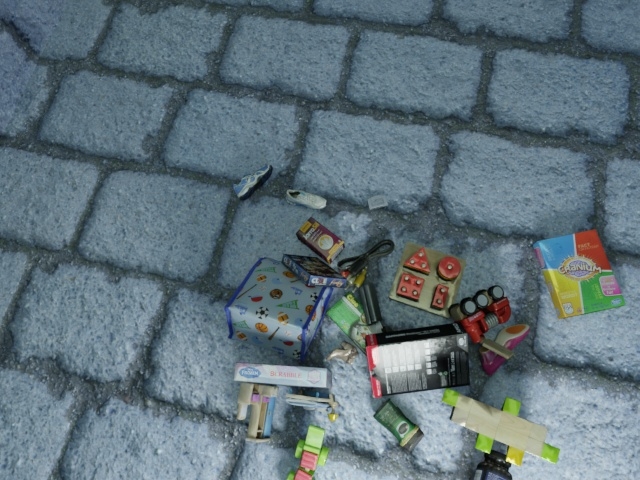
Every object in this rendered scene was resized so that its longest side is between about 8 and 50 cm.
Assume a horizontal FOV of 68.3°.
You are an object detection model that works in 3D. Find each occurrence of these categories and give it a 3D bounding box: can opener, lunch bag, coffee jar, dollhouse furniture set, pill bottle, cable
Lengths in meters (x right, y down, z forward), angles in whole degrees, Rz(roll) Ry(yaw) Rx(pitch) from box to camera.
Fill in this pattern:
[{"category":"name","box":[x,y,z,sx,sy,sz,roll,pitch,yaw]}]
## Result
[{"category":"can opener","box":[0.223,0.307,1.875,0.093,0.074,0.281,-4,69,-34]},{"category":"lunch bag","box":[-0.144,0.242,1.852,0.327,0.239,0.386,15,41,9]},{"category":"coffee jar","box":[0.292,0.687,1.757,0.096,0.079,0.184,-43,73,-11]},{"category":"dollhouse furniture set","box":[-0.110,0.638,1.702,0.303,0.286,0.198,1,72,18]},{"category":"pill bottle","box":[0.596,0.855,1.643,0.122,0.123,0.219,22,63,12]},{"category":"cable","box":[0.184,0.089,1.991,0.287,0.072,0.139,-40,55,-20]}]

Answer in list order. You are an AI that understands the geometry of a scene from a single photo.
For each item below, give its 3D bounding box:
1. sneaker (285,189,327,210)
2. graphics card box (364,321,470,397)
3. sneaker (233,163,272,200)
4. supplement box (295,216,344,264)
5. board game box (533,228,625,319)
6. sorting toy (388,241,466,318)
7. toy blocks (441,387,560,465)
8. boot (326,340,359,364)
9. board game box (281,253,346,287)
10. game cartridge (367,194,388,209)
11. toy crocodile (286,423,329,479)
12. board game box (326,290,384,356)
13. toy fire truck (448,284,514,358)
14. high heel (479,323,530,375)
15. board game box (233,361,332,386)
[{"category":"sneaker","box":[-0.066,-0.183,2.074,0.190,0.083,0.072,10,72,7]},{"category":"graphics card box","box":[0.362,0.447,1.764,0.370,0.094,0.233,-9,108,4]},{"category":"sneaker","box":[-0.304,-0.278,2.127,0.211,0.080,0.081,-42,76,-10]},{"category":"supplement box","box":[0.000,0.000,2.008,0.188,0.081,0.104,38,79,16]},{"category":"board game box","box":[1.023,0.133,1.879,0.242,0.064,0.317,-12,71,1]},{"category":"sorting toy","box":[0.438,0.150,1.914,0.257,0.089,0.256,18,74,11]},{"category":"toy blocks","box":[0.610,0.644,1.662,0.381,0.261,0.191,18,76,18]},{"category":"boot","box":[0.091,0.460,1.873,0.118,0.042,0.087,-43,81,-2]},{"category":"board game box","box":[-0.029,0.118,1.856,0.165,0.243,0.042,7,104,-33]},{"category":"game cartridge","box":[0.250,-0.171,2.075,0.083,0.017,0.056,-12,75,1]},{"category":"toy crocodile","box":[-0.053,0.832,1.702,0.115,0.105,0.341,18,96,10]},{"category":"board game box","box":[0.158,0.342,1.910,0.136,0.030,0.260,-42,73,-6]},{"category":"toy fire truck","box":[0.648,0.317,1.795,0.216,0.158,0.247,-22,81,-21]},{"category":"high heel","box":[0.722,0.420,1.824,0.244,0.082,0.117,-28,110,-21]},{"category":"board game box","box":[-0.123,0.500,1.732,0.317,0.319,0.066,3,72,5]}]
